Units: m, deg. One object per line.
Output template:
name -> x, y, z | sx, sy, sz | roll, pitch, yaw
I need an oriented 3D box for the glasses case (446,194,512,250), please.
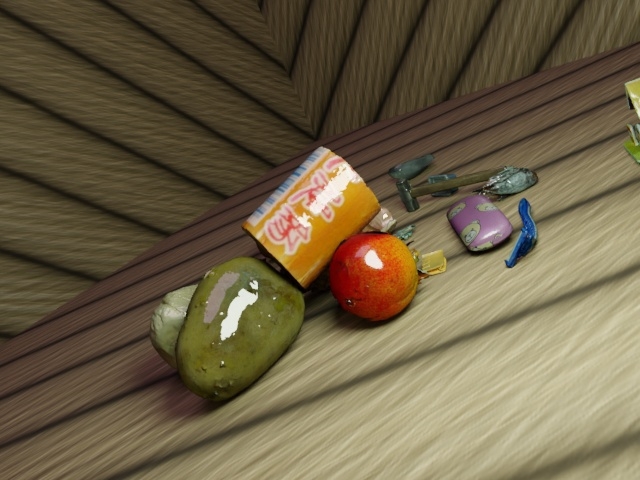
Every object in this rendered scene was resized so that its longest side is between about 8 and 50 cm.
glasses case -> 0.411, -0.051, 1.505 | 0.123, 0.076, 0.316 | -28, 16, 10

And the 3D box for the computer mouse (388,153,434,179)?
computer mouse -> 0.372, -0.286, 2.283 | 0.228, 0.069, 0.113 | -21, 1, -26

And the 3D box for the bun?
bun -> -0.349, 0.211, 1.490 | 0.153, 0.244, 0.244 | 23, 36, 15

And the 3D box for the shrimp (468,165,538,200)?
shrimp -> 0.530, -0.167, 1.658 | 0.232, 0.090, 0.079 | -15, 34, -17

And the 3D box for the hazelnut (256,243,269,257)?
hazelnut -> -0.141, -0.028, 2.049 | 0.214, 0.176, 0.214 | -34, -10, -7

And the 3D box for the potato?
potato -> -0.201, 0.192, 1.329 | 0.359, 0.269, 0.219 | -47, -7, -40

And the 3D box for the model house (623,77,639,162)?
model house -> 0.926, -0.428, 1.497 | 0.300, 0.324, 0.340 | -17, 19, 22

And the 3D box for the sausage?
sausage -> -0.020, -0.057, 1.412 | 0.287, 0.233, 0.233 | -45, 21, -8

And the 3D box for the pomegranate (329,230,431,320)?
pomegranate -> 0.132, 0.077, 1.313 | 0.235, 0.211, 0.210 | -12, 12, -20

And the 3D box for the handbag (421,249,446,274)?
handbag -> 0.286, 0.058, 1.444 | 0.061, 0.027, 0.083 | -18, 20, 19

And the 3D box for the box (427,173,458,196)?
box -> 0.418, -0.190, 1.931 | 0.054, 0.074, 0.099 | -18, 12, -29

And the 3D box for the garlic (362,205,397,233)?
garlic -> 0.165, -0.036, 1.761 | 0.174, 0.099, 0.124 | -39, -21, -25

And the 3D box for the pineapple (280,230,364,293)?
pineapple -> -0.028, 0.082, 1.589 | 0.362, 0.202, 0.202 | -43, 20, -9

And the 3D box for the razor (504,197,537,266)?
razor -> 0.501, -0.034, 1.392 | 0.056, 0.093, 0.324 | 23, 29, 11

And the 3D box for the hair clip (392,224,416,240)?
hair clip -> 0.210, -0.002, 1.702 | 0.172, 0.049, 0.049 | -24, 16, -16

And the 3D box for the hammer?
hammer -> 0.415, -0.177, 1.814 | 0.365, 0.111, 0.043 | -11, 21, 37
